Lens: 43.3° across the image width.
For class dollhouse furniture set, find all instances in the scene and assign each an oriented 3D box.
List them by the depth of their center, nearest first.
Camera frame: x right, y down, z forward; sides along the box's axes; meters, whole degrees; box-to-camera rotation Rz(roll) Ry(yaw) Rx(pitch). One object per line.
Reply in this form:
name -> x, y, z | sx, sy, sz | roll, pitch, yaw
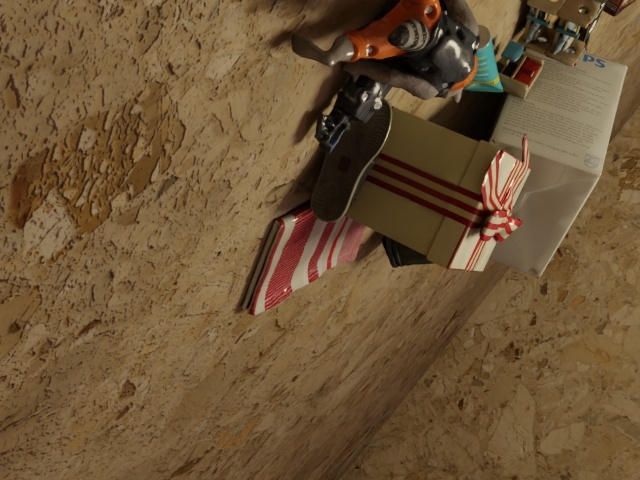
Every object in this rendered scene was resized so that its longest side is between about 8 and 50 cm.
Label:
dollhouse furniture set -> 0.441, -0.382, 1.578 | 0.183, 0.129, 0.129 | -56, 163, -21

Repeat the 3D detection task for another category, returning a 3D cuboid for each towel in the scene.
towel -> 0.000, 0.000, 1.522 | 0.329, 0.037, 0.237 | -28, 150, -45

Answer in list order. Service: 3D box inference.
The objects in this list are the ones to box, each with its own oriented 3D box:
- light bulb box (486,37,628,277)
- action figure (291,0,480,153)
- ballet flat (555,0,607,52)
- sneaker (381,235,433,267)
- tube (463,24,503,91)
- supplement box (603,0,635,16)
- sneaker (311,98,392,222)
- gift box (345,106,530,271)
light bulb box -> 0.470, -0.182, 1.757 | 0.358, 0.225, 0.361 | 102, 12, -52
action figure -> 0.108, -0.244, 1.122 | 0.330, 0.178, 0.341 | 8, 118, -56
ballet flat -> 0.555, -0.463, 1.804 | 0.096, 0.095, 0.280 | -20, 136, -37
sneaker -> 0.218, -0.032, 1.858 | 0.295, 0.147, 0.104 | -68, 147, -61
tube -> 0.302, -0.333, 1.527 | 0.207, 0.080, 0.052 | 48, 55, -68
supplement box -> 0.692, -0.616, 1.812 | 0.104, 0.081, 0.188 | -38, 157, -31
sneaker -> 0.052, -0.141, 1.349 | 0.222, 0.083, 0.118 | -62, 177, 13
gift box -> 0.235, -0.100, 1.460 | 0.255, 0.258, 0.276 | -3, 119, -63
